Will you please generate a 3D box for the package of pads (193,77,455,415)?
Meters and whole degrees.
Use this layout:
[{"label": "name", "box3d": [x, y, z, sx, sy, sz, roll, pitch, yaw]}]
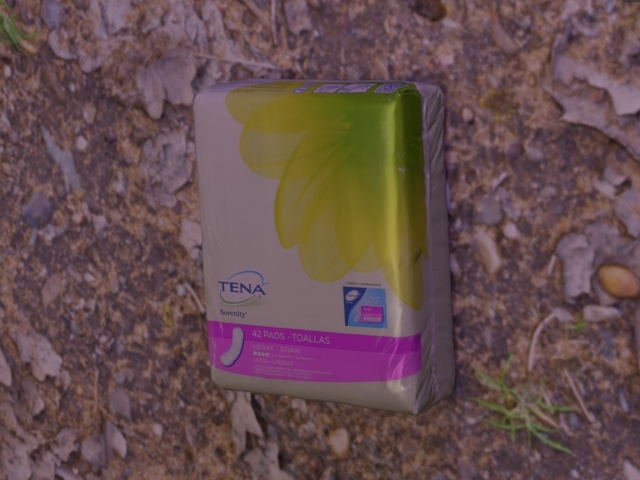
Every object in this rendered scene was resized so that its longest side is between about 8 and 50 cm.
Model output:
[{"label": "package of pads", "box3d": [0.000, 0.000, 1.516, 0.229, 0.101, 0.296, 4, 103, 31]}]
